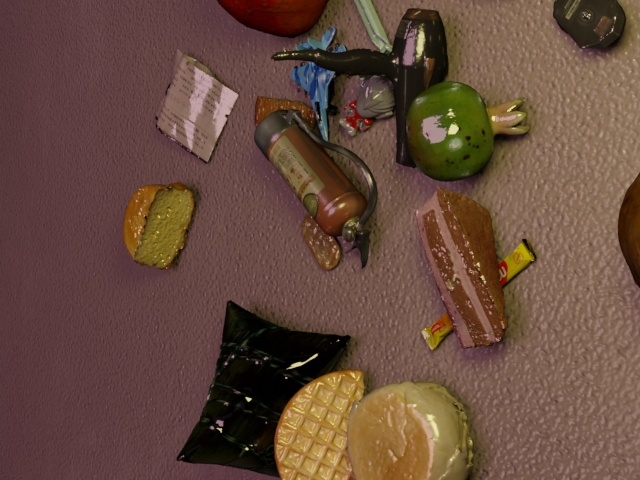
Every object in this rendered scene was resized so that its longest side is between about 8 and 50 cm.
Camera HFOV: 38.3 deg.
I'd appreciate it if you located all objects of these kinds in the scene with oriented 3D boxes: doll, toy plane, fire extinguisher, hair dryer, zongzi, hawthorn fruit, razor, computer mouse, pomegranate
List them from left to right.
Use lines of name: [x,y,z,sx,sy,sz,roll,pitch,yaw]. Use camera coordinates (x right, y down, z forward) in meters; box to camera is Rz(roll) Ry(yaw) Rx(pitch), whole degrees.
zongzi: [-0.153,0.298,2.009,0.362,0.319,0.383,29,88,44]
hawthorn fruit: [-0.124,-0.580,1.976,0.265,0.307,0.265,2,93,39]
fire extinguisher: [0.002,-0.130,1.913,0.376,0.113,0.200,53,161,24]
toy plane: [0.006,-0.329,1.993,0.169,0.078,0.246,-18,81,42]
hair dryer: [0.071,-0.300,1.756,0.120,0.359,0.304,-134,49,-65]
razor: [0.101,-0.464,1.930,0.111,0.056,0.278,-48,48,50]
doll: [0.100,-0.278,1.899,0.094,0.079,0.180,50,136,1]
pomegranate: [0.266,-0.205,1.678,0.225,0.187,0.187,-14,76,14]
computer mouse: [0.461,-0.381,1.567,0.099,0.057,0.172,-62,39,24]

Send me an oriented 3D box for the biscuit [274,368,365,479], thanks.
biscuit: [0.010,0.421,1.854,0.040,0.204,0.309,160,106,-80]

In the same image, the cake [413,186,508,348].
cake: [0.271,0.052,1.687,0.116,0.112,0.295,-32,66,48]

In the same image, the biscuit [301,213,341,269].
biscuit: [0.000,0.000,2.011,0.071,0.018,0.147,-50,55,31]

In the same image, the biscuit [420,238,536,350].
biscuit: [0.292,0.104,1.716,0.292,0.026,0.048,-47,49,30]

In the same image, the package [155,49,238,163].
package: [-0.329,-0.339,2.329,0.251,0.062,0.204,40,115,34]

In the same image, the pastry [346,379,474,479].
pastry: [0.167,0.385,1.742,0.264,0.133,0.265,-5,83,43]

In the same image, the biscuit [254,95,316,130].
biscuit: [-0.085,-0.263,2.108,0.206,0.025,0.126,21,101,43]

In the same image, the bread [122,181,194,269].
bread: [-0.422,-0.054,2.338,0.139,0.143,0.229,35,109,39]

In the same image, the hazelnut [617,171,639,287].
hazelnut: [0.554,-0.024,1.359,0.229,0.229,0.230,-4,84,44]
